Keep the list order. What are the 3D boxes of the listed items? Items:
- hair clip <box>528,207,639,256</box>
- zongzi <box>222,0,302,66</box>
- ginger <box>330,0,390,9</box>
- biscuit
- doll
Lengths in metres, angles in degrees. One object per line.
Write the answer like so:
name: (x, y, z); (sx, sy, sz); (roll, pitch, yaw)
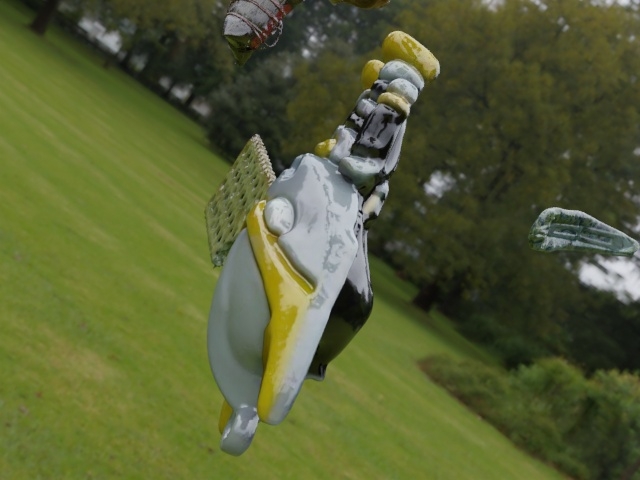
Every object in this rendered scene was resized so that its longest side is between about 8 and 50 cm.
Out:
hair clip: (0.364, -0.006, 1.292); (0.229, 0.066, 0.036); (9, 14, -36)
zongzi: (-0.064, -0.186, 0.817); (0.067, 0.083, 0.073); (31, -25, 10)
ginger: (0.108, -0.448, 1.190); (0.152, 0.357, 0.274); (-141, -147, -67)
biscuit: (-0.104, -0.046, 1.158); (0.016, 0.144, 0.203); (29, 19, -23)
doll: (0.001, -0.002, 0.643); (0.103, 0.316, 0.145); (39, -24, -30)
